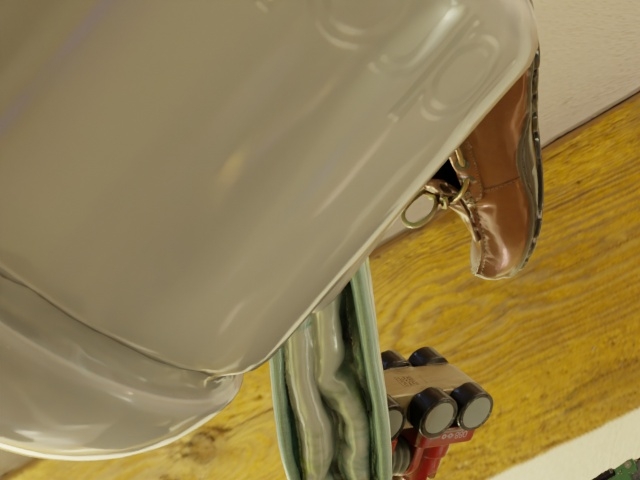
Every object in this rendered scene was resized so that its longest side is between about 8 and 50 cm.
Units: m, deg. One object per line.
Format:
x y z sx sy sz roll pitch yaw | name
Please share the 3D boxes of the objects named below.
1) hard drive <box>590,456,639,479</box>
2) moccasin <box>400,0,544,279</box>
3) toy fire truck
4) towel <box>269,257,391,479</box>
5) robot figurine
0.274 0.409 1.129 0.339 0.064 0.236 -44 -140 28 | hard drive
0.148 -0.086 1.061 0.147 0.380 0.139 -6 -122 9 | moccasin
0.068 0.262 1.324 0.158 0.217 0.246 37 -60 46 | toy fire truck
0.000 0.000 0.888 0.090 0.320 0.374 -4 -69 1 | towel
-0.060 -0.058 0.409 0.353 0.300 0.199 -49 -134 12 | robot figurine
